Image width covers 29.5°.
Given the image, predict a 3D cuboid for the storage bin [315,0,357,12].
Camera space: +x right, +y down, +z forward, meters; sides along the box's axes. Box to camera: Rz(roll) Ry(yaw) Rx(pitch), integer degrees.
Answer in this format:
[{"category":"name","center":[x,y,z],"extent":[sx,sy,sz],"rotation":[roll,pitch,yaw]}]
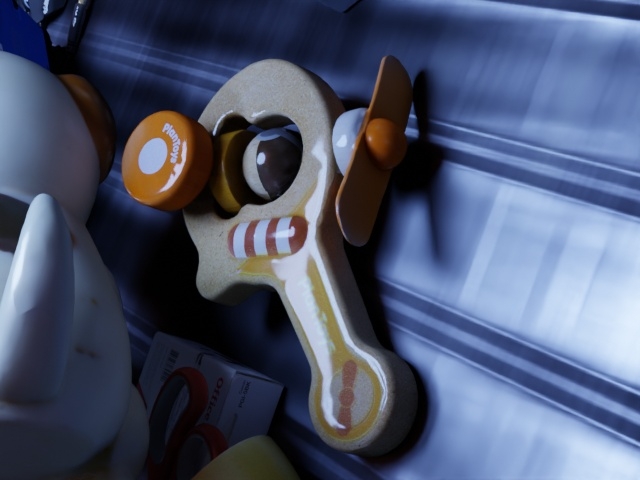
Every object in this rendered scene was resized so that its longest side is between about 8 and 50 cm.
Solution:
[{"category":"storage bin","center":[0.021,-0.258,1.061],"extent":[0.135,0.091,0.098],"rotation":[-33,50,37]}]

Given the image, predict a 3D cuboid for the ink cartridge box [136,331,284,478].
[{"category":"ink cartridge box","center":[-0.103,0.145,1.040],"extent":[0.135,0.056,0.099],"rotation":[18,88,52]}]

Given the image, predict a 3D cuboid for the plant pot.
[{"category":"plant pot","center":[-0.050,0.226,0.898],"extent":[0.095,0.134,0.134],"rotation":[40,106,23]}]

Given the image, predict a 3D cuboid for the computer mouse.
[{"category":"computer mouse","center":[-0.348,-0.332,1.559],"extent":[0.184,0.060,0.262],"rotation":[9,80,52]}]

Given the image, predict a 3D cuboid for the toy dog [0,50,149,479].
[{"category":"toy dog","center":[-0.287,0.025,0.972],"extent":[0.395,0.285,0.407],"rotation":[106,158,-49]}]

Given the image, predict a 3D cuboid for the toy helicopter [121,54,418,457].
[{"category":"toy helicopter","center":[0.000,0.000,0.964],"extent":[0.235,0.140,0.355],"rotation":[-36,58,22]}]

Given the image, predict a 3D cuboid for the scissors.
[{"category":"scissors","center":[-0.140,0.235,1.012],"extent":[0.109,0.021,0.297],"rotation":[54,132,37]}]

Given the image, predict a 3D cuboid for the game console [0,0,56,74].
[{"category":"game console","center":[-0.387,-0.119,1.392],"extent":[0.173,0.250,0.293],"rotation":[-22,62,11]}]
